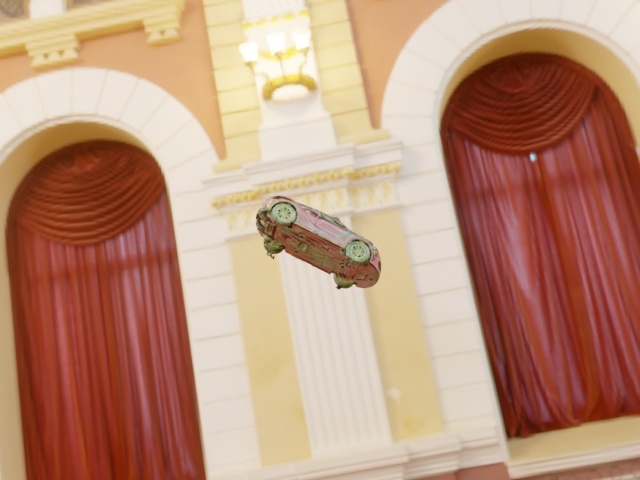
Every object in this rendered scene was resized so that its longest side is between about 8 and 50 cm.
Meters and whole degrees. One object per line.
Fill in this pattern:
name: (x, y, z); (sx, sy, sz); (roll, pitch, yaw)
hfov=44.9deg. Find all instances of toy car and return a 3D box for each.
toy car: (0.000, 0.000, 0.796); (0.142, 0.055, 0.069); (27, -30, 2)
